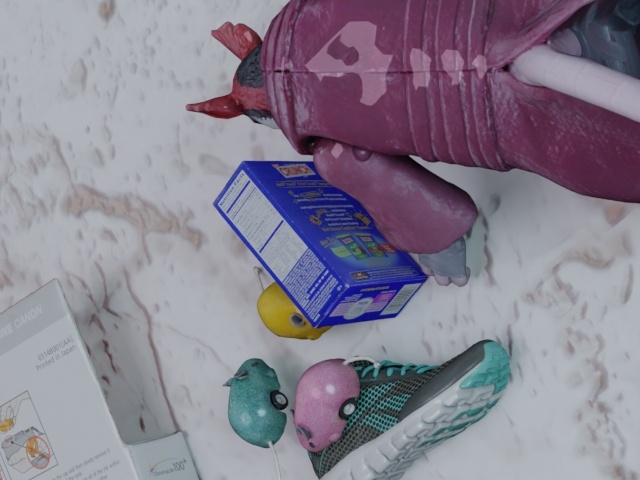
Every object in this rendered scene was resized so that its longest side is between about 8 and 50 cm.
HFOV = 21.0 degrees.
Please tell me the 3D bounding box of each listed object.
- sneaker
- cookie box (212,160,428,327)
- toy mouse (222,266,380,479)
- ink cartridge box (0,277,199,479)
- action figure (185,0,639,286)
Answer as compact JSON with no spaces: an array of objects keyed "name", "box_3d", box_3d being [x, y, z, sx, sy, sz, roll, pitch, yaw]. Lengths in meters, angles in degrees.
[{"name":"sneaker","box_3d":[0.043,0.098,1.057,0.166,0.065,0.076,-40,67,31]},{"name":"cookie box","box_3d":[0.000,0.000,1.058,0.107,0.092,0.040,50,118,23]},{"name":"toy mouse","box_3d":[-0.023,0.095,1.077,0.161,0.031,0.143,12,91,54]},{"name":"ink cartridge box","box_3d":[-0.216,0.199,1.257,0.296,0.066,0.261,-30,77,35]},{"name":"action figure","box_3d":[0.086,-0.075,0.889,0.370,0.275,0.248,-2,100,23]}]
